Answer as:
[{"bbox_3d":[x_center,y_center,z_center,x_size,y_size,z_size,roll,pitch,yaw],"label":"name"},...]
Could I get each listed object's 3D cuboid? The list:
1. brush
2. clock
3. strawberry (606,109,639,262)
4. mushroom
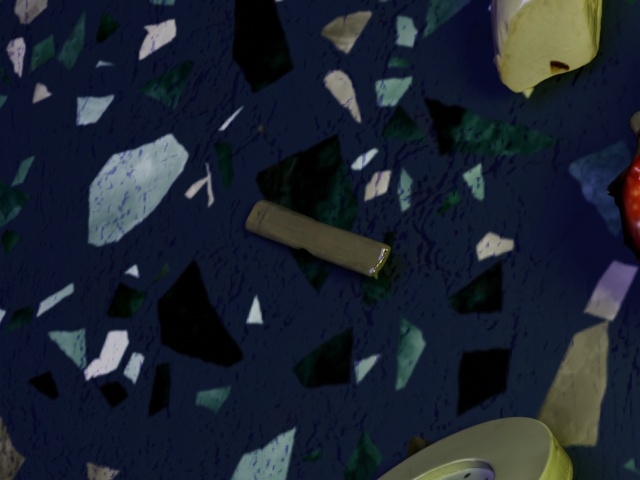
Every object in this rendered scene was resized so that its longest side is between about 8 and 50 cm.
[{"bbox_3d":[0.000,0.000,1.720,0.190,0.027,0.034,20,79,49],"label":"brush"},{"bbox_3d":[0.082,0.216,1.460,0.235,0.029,0.235,-32,14,9],"label":"clock"},{"bbox_3d":[0.365,-0.016,1.381,0.233,0.138,0.306,-51,57,10],"label":"strawberry"},{"bbox_3d":[0.190,-0.250,1.640,0.096,0.108,0.247,2,68,-5],"label":"mushroom"}]
